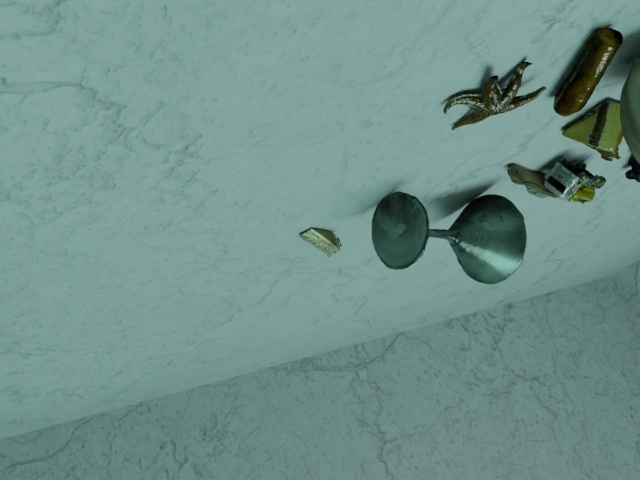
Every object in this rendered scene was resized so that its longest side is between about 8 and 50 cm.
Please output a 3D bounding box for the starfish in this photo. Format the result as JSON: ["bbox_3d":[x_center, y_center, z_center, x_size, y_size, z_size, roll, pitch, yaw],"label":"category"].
[{"bbox_3d":[0.363,-0.290,1.449,0.213,0.056,0.238,-3,154,-23],"label":"starfish"}]

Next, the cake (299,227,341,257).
[{"bbox_3d":[0.000,0.000,1.868,0.052,0.065,0.121,-34,149,28],"label":"cake"}]

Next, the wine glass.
[{"bbox_3d":[0.352,-0.016,1.893,0.406,0.267,0.267,4,149,-42],"label":"wine glass"}]

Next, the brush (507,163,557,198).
[{"bbox_3d":[0.615,-0.168,2.016,0.065,0.069,0.328,-22,162,36],"label":"brush"}]

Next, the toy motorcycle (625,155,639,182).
[{"bbox_3d":[1.047,-0.247,2.186,0.123,0.082,0.213,-22,162,9],"label":"toy motorcycle"}]

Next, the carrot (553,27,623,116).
[{"bbox_3d":[0.564,-0.353,1.464,0.070,0.070,0.260,-17,158,-9],"label":"carrot"}]

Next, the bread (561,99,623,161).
[{"bbox_3d":[0.723,-0.298,1.772,0.147,0.127,0.152,4,116,-45],"label":"bread"}]

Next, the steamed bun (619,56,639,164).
[{"bbox_3d":[0.841,-0.309,1.520,0.368,0.342,0.255,-27,-175,2],"label":"steamed bun"}]

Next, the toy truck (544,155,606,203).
[{"bbox_3d":[0.752,-0.168,2.034,0.227,0.098,0.114,2,127,-48],"label":"toy truck"}]
